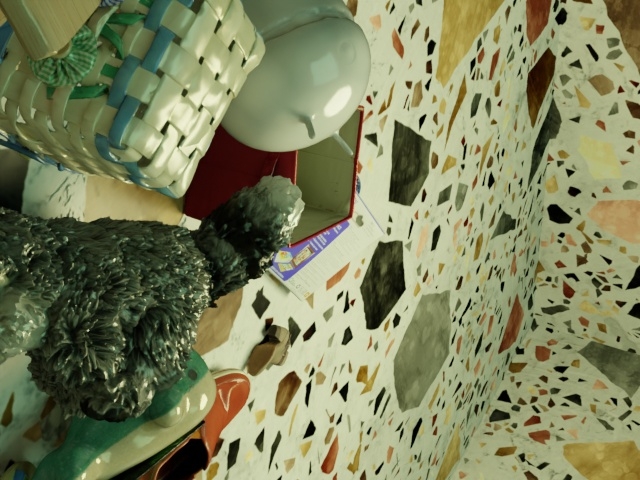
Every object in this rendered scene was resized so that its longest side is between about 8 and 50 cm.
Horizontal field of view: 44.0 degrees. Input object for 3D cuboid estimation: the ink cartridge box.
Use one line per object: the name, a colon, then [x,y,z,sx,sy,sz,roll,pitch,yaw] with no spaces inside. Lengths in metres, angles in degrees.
ink cartridge box: [0.000,0.000,1.427,0.208,0.045,0.206,-39,148,1]

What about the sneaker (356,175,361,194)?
sneaker: [-0.028,-0.142,1.374,0.232,0.090,0.081,46,63,-36]

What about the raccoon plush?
raccoon plush: [-0.241,-0.016,0.878,0.446,0.216,0.299,-52,142,-28]

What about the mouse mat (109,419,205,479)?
mouse mat: [-0.259,0.299,1.076,0.152,0.189,0.007,-33,99,-53]

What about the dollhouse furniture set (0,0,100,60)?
dollhouse furniture set: [-0.301,-0.280,0.494,0.394,0.362,0.257,-74,151,-48]

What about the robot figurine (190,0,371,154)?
robot figurine: [-0.071,-0.253,0.949,0.199,0.353,0.300,-39,163,29]

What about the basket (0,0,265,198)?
basket: [-0.218,-0.187,0.733,0.255,0.288,0.201,-65,155,-9]

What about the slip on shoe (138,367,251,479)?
slip on shoe: [-0.204,0.320,1.255,0.331,0.101,0.123,-39,135,-51]

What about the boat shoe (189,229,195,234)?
boat shoe: [-0.211,0.002,1.131,0.135,0.050,0.045,0,101,-72]

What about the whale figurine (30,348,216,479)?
whale figurine: [-0.263,0.220,1.028,0.272,0.216,0.141,-35,97,-48]

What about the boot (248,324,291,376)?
boot: [-0.089,0.214,1.478,0.118,0.042,0.087,-62,153,-22]

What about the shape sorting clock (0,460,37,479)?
shape sorting clock: [-0.372,0.373,0.956,0.206,0.040,0.206,-3,90,-87]

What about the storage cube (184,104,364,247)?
storage cube: [-0.070,-0.119,1.171,0.215,0.193,0.184,-26,127,-55]
